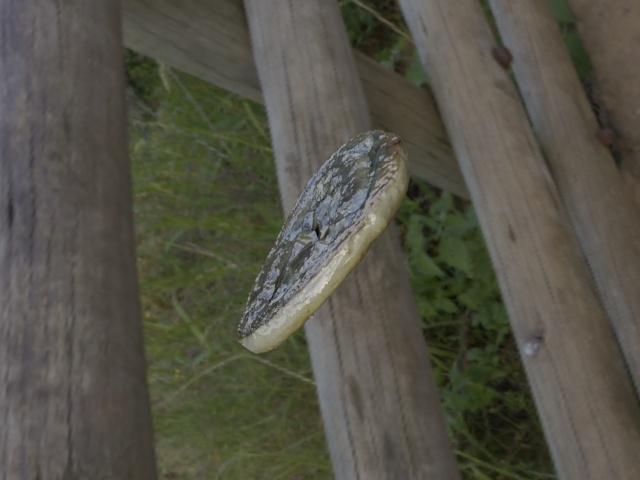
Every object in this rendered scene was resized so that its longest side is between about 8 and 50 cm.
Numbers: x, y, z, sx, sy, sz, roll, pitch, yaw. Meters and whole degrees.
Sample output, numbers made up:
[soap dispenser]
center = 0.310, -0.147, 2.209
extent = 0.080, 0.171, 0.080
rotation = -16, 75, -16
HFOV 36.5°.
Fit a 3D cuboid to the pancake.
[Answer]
[pancake]
center = 0.000, 0.000, 0.572
extent = 0.158, 0.028, 0.158
rotation = -50, 17, 21
